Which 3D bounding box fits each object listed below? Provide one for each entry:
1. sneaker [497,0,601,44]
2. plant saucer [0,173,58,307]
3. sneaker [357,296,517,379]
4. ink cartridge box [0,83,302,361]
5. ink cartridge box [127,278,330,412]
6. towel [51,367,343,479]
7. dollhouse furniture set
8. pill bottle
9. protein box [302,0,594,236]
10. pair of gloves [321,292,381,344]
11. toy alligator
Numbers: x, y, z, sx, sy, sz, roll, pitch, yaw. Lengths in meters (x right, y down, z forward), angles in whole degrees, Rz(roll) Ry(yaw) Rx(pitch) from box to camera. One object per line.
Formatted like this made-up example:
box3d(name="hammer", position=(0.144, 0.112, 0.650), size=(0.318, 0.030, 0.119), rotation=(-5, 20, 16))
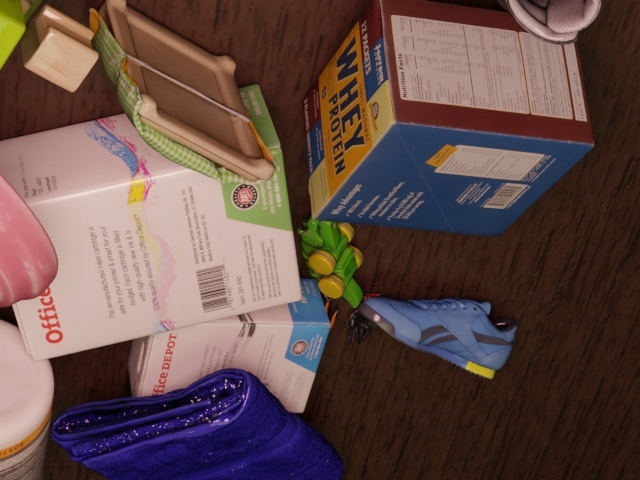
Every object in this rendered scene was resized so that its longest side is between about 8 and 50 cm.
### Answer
box3d(name="sneaker", position=(0.248, -0.244, 1.495), size=(0.269, 0.153, 0.101), rotation=(2, 129, -19))
box3d(name="plant saucer", position=(-0.375, -0.045, 1.371), size=(0.084, 0.332, 0.332), rotation=(-53, 135, -21))
box3d(name="sneaker", position=(0.132, 0.087, 1.808), size=(0.209, 0.069, 0.082), rotation=(23, 99, -33))
box3d(name="ink cartridge box", position=(-0.172, -0.016, 1.586), size=(0.278, 0.117, 0.201), rotation=(-13, 132, -6))
box3d(name="ink cartridge box", position=(-0.101, 0.113, 1.743), size=(0.191, 0.082, 0.139), rotation=(3, 130, -17))
box3d(name="towel", position=(-0.122, 0.237, 1.765), size=(0.228, 0.076, 0.308), rotation=(-14, 153, 15))
box3d(name="dollhouse furniture set", position=(-0.211, -0.122, 1.429), size=(0.302, 0.197, 0.151), rotation=(28, 116, -33))
box3d(name="pill bottle", position=(-0.364, 0.217, 1.685), size=(0.162, 0.162, 0.278), rotation=(-1, 140, -16))
box3d(name="protein box", position=(0.114, -0.111, 1.534), size=(0.201, 0.136, 0.200), rotation=(5, 153, -21))
box3d(name="pair of gloves", position=(0.024, 0.087, 1.808), size=(0.083, 0.010, 0.074), rotation=(-2, 129, -19))
box3d(name="toy alligator", position=(0.000, 0.000, 1.701), size=(0.051, 0.056, 0.189), rotation=(10, 141, 29))
